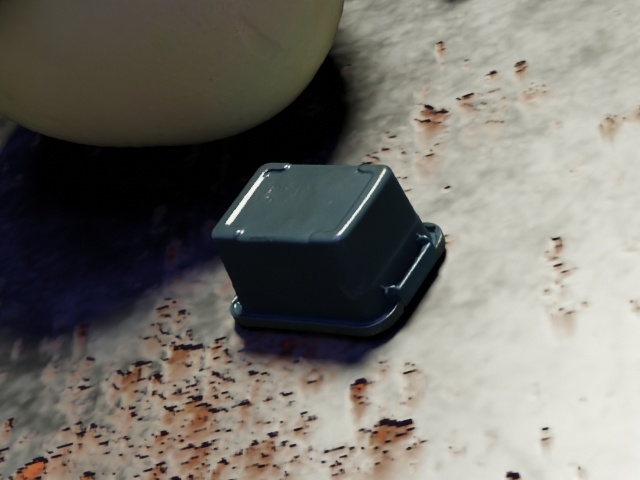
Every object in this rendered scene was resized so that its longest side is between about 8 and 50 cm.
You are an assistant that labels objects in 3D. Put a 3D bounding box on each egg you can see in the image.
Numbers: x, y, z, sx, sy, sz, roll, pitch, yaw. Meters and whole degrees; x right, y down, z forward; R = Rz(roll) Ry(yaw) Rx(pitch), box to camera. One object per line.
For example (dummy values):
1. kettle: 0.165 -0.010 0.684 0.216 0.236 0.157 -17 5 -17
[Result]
1. egg: -0.083 -0.147 1.026 0.264 0.174 0.286 -47 14 2

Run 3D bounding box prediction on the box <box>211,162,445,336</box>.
1. box: 0.000 0.000 0.861 0.099 0.054 0.074 2 41 37
